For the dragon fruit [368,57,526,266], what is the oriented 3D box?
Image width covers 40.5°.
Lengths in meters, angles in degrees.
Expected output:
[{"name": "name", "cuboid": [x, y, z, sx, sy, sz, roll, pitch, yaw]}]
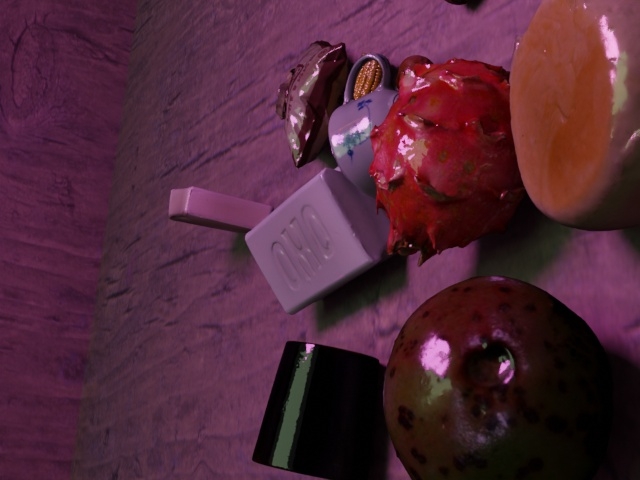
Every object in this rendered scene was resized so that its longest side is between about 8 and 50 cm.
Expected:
[{"name": "dragon fruit", "cuboid": [0.154, -0.085, 1.037, 0.210, 0.205, 0.268, 50, 120, 49]}]

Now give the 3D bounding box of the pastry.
[{"name": "pastry", "cuboid": [0.282, -0.136, 0.837, 0.265, 0.133, 0.265, 176, 90, -79]}]

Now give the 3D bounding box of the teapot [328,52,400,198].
[{"name": "teapot", "cuboid": [0.103, -0.155, 1.232, 0.159, 0.159, 0.232, -37, 76, 52]}]

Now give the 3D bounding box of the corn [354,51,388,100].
[{"name": "corn", "cuboid": [0.069, -0.223, 1.411, 0.085, 0.063, 0.165, -59, -14, -80]}]

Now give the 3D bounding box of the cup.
[{"name": "cup", "cuboid": [-0.019, 0.247, 1.275, 0.239, 0.166, 0.177, -10, 67, 60]}]

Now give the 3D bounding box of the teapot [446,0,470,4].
[{"name": "teapot", "cuboid": [0.203, -0.389, 1.217, 0.110, 0.085, 0.080, -33, 49, 28]}]

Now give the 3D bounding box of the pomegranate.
[{"name": "pomegranate", "cuboid": [0.168, 0.182, 0.901, 0.306, 0.242, 0.242, 105, 162, -55]}]

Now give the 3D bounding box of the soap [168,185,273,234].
[{"name": "soap", "cuboid": [-0.203, -0.057, 1.735, 0.121, 0.183, 0.064, -3, 76, 61]}]

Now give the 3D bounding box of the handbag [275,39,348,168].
[{"name": "handbag", "cuboid": [-0.014, -0.242, 1.495, 0.235, 0.127, 0.213, -117, 41, -73]}]

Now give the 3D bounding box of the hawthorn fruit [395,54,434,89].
[{"name": "hawthorn fruit", "cuboid": [0.154, -0.228, 1.261, 0.103, 0.067, 0.067, 42, 116, 46]}]

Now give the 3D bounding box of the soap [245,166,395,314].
[{"name": "soap", "cuboid": [0.000, 0.000, 1.354, 0.160, 0.087, 0.265, 60, 143, 4]}]
